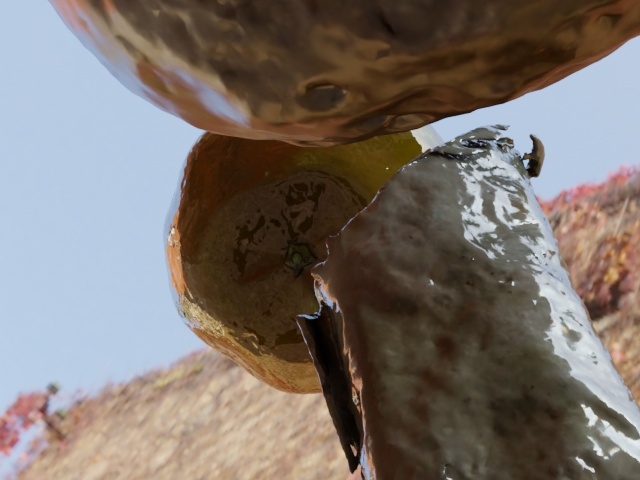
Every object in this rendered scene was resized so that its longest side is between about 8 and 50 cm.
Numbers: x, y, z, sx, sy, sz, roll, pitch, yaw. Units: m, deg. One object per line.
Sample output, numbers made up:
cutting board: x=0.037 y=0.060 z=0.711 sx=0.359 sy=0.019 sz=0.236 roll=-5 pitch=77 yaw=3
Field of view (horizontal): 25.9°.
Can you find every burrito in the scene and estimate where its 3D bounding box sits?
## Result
burrito: x=0.078 y=0.065 z=0.721 sx=0.175 sy=0.347 sz=0.107 roll=6 pitch=-44 yaw=-19

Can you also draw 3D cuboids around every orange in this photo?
orange: x=0.000 y=0.000 z=1.194 sx=0.279 sy=0.235 sz=0.279 roll=1 pitch=-73 yaw=3

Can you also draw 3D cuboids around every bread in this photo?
bread: x=0.015 y=-0.137 z=0.364 sx=0.230 sy=0.230 sz=0.123 roll=-10 pitch=-33 yaw=27
